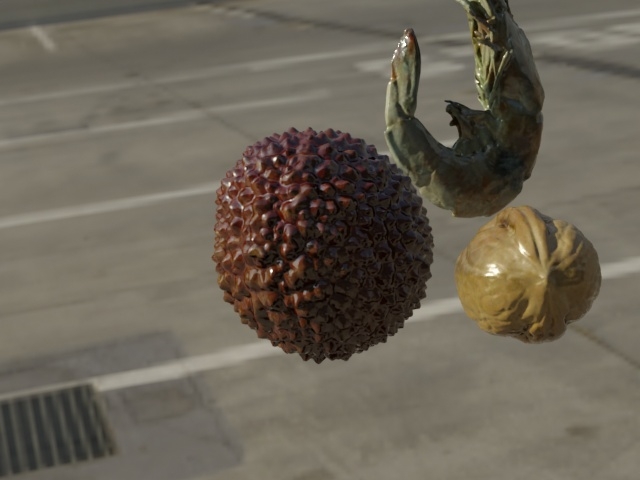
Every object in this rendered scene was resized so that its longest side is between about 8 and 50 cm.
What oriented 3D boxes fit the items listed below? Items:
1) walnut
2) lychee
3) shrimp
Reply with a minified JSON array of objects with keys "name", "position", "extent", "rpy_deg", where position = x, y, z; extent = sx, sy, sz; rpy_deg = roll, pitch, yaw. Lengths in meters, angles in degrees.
[{"name":"walnut","position":[0.227,0.038,1.556],"extent":[0.155,0.155,0.184],"rpy_deg":[-8,6,-6]},{"name":"lychee","position":[-0.003,-0.001,0.760],"extent":[0.129,0.123,0.123],"rpy_deg":[38,-16,-34]},{"name":"shrimp","position":[0.188,-0.206,1.876],"extent":[0.247,0.360,0.085],"rpy_deg":[-9,8,-26]}]
